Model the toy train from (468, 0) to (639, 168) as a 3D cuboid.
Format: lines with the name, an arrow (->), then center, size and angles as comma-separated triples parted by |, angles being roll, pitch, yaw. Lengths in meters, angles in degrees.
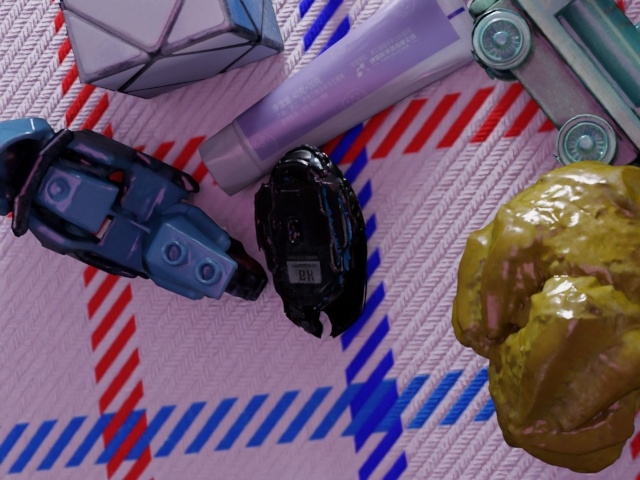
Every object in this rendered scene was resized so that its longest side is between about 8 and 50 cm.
toy train -> 0.308, -0.200, 1.888 | 0.194, 0.120, 0.298 | -38, 79, 7

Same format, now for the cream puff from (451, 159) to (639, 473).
cream puff -> 0.260, 0.080, 1.784 | 0.274, 0.270, 0.323 | 32, 125, 17

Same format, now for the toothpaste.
toothpaste -> 0.023, -0.183, 1.997 | 0.371, 0.080, 0.125 | -33, 81, 8

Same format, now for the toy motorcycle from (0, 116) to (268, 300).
toy motorcycle -> -0.264, -0.035, 1.994 | 0.416, 0.232, 0.172 | 31, 96, 15

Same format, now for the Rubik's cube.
Rubik's cube -> -0.189, -0.304, 1.992 | 0.207, 0.205, 0.205 | -16, 84, 15

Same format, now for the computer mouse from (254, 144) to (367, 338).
computer mouse -> 0.000, 0.000, 1.990 | 0.146, 0.077, 0.242 | 1, 100, 38
